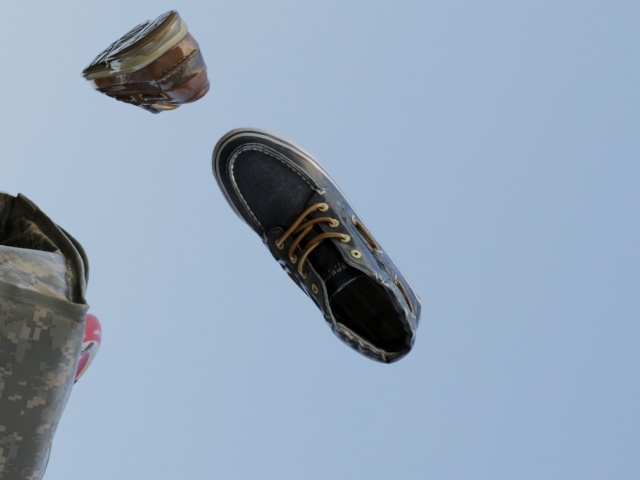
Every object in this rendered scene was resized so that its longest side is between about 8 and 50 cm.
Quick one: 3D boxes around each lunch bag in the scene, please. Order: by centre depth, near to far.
[{"bbox_3d":[-0.304,0.098,1.738,0.287,0.169,0.235,-119,-135,-69],"label":"lunch bag"}]

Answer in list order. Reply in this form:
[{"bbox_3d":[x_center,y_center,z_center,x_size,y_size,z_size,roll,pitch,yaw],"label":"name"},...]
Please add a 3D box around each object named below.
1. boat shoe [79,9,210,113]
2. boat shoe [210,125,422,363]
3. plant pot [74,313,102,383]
[{"bbox_3d":[-0.119,-0.113,1.351,0.064,0.060,0.178,-39,-168,-13],"label":"boat shoe"},{"bbox_3d":[0.000,0.000,1.272,0.065,0.183,0.083,-43,-173,8],"label":"boat shoe"},{"bbox_3d":[-0.358,0.106,2.229,0.174,0.191,0.191,45,-70,12],"label":"plant pot"}]
